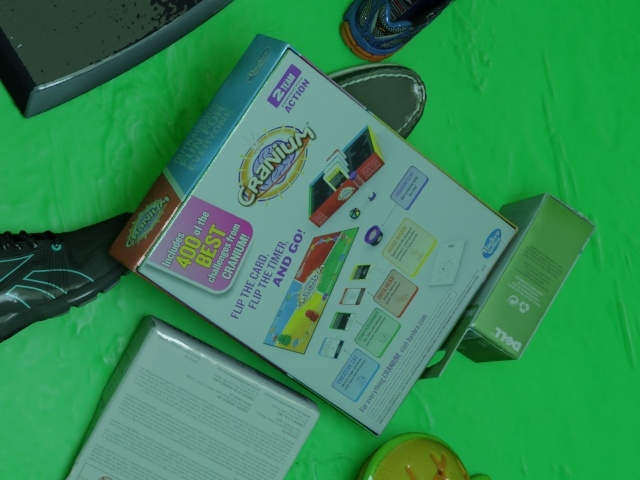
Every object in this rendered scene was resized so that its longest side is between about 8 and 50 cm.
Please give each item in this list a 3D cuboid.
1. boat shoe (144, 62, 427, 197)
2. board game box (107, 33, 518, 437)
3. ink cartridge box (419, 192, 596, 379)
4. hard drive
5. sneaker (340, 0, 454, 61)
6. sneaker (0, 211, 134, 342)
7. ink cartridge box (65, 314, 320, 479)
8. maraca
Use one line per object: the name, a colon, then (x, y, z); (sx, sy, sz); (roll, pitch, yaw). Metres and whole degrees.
boat shoe: (-0.019, -0.082, 1.851); (0.305, 0.091, 0.109); (-29, 95, -18)
board game box: (0.000, 0.000, 1.793); (0.316, 0.064, 0.242); (37, 85, -31)
ink cartridge box: (0.170, 0.060, 1.892); (0.062, 0.109, 0.209); (34, 76, -12)
hard drive: (-0.202, -0.242, 1.824); (0.255, 0.054, 0.172); (-33, 96, -18)
sneaker: (0.116, -0.260, 1.914); (0.083, 0.087, 0.221); (42, 74, -11)
sneaker: (-0.274, 0.030, 1.748); (0.267, 0.101, 0.106); (-29, 100, -18)
ink cartridge box: (-0.133, 0.207, 1.822); (0.181, 0.056, 0.224); (29, 96, -14)
maraca: (0.101, 0.251, 1.863); (0.186, 0.099, 0.127); (30, 78, -40)
